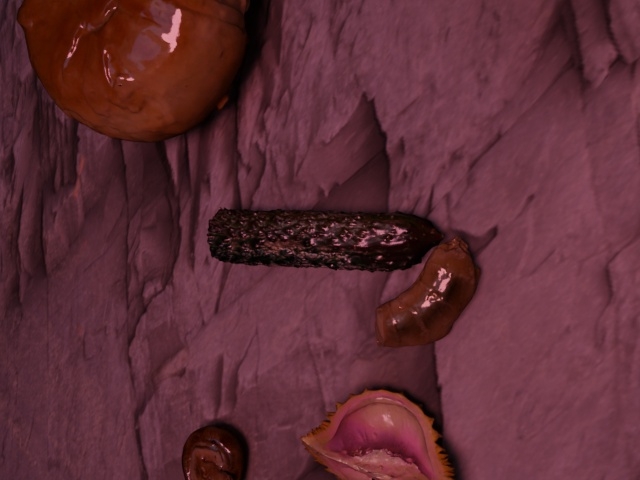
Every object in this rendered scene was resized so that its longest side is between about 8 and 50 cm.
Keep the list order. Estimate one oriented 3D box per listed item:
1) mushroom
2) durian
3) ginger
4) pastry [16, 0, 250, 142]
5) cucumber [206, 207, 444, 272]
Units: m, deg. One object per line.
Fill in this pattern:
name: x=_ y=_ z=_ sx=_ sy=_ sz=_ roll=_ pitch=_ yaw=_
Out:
mushroom: x=-0.180 y=0.369 z=0.836 sx=0.127 sy=0.087 sz=0.127 roll=-1 pitch=87 yaw=23
durian: x=0.084 y=0.291 z=0.680 sx=0.182 sy=0.132 sz=0.165 roll=-17 pitch=92 yaw=15
ginger: x=0.145 y=0.083 z=0.685 sx=0.095 sy=0.069 sz=0.190 roll=40 pitch=106 yaw=18
pastry: x=-0.280 y=-0.356 z=0.819 sx=0.409 sy=0.245 sz=0.410 roll=-1 pitch=88 yaw=24
cucumber: x=0.000 y=0.000 z=0.752 sx=0.359 sy=0.096 sz=0.096 roll=4 pitch=90 yaw=26
